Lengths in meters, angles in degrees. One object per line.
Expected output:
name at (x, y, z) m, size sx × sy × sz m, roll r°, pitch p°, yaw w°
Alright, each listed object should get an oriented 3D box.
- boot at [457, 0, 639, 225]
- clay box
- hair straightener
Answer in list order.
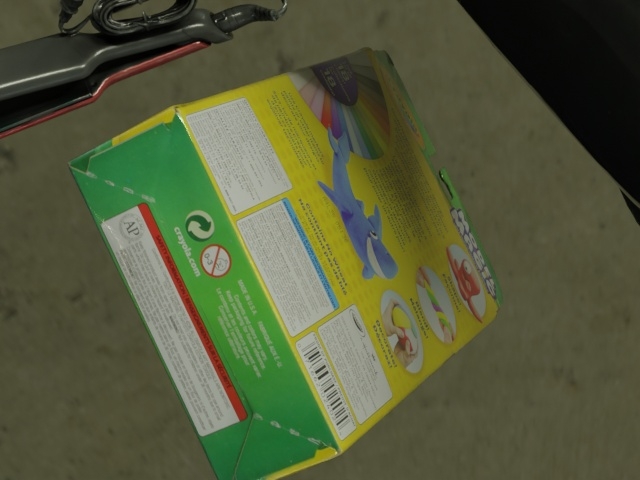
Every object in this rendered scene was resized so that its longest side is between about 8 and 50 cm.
boot at (-0.047, -0.158, 0.509) m, size 0.445 × 0.367 × 0.146 m, roll 22°, pitch 112°, yaw -23°
clay box at (0.000, 0.000, 0.696) m, size 0.053 × 0.222 × 0.127 m, roll -25°, pitch 91°, yaw 23°
hair straightener at (-0.134, -0.127, 1.150) m, size 0.230 × 0.089 × 0.047 m, roll -16°, pitch 56°, yaw -2°
